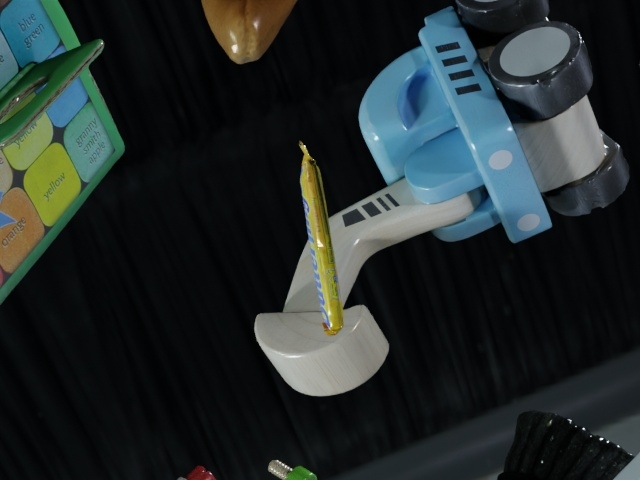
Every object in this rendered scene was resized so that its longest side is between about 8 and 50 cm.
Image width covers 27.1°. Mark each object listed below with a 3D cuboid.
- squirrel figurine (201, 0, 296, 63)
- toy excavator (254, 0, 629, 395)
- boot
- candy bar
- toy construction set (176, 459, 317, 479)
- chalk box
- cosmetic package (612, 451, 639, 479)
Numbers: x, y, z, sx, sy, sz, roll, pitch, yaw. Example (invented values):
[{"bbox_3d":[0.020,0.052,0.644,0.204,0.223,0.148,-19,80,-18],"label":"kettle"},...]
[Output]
[{"bbox_3d":[-0.056,-0.459,1.350,0.281,0.370,0.397,-23,57,-7],"label":"squirrel figurine"},{"bbox_3d":[0.120,-0.063,1.521,0.445,0.222,0.432,-24,43,9],"label":"toy excavator"},{"bbox_3d":[0.179,0.290,1.407,0.131,0.348,0.260,13,75,62],"label":"boot"},{"bbox_3d":[0.000,0.000,1.065,0.018,0.161,0.040,-9,7,-4],"label":"candy bar"},{"bbox_3d":[-0.053,0.388,1.488,0.237,0.257,0.309,25,31,35],"label":"toy construction set"},{"bbox_3d":[-0.245,-0.068,0.759,0.289,0.179,0.180,4,42,32],"label":"chalk box"},{"bbox_3d":[0.490,0.338,1.174,0.327,0.393,0.329,-41,18,-16],"label":"cosmetic package"}]
